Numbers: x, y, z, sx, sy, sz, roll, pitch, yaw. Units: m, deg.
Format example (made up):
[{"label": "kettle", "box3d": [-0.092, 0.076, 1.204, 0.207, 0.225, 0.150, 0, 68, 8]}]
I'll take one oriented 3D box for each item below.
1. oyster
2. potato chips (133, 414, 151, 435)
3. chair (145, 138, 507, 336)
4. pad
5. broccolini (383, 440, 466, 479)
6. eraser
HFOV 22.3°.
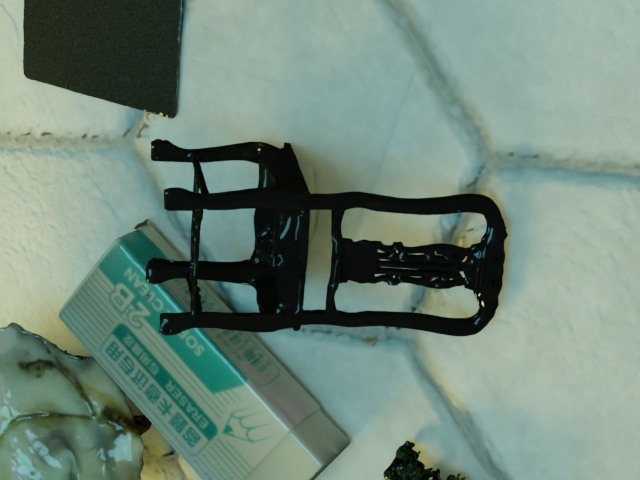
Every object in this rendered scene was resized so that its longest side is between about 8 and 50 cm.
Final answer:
[{"label": "oyster", "box3d": [-0.221, 0.199, 1.242, 0.275, 0.100, 0.271, 7, 98, 6]}, {"label": "potato chips", "box3d": [-0.181, 0.214, 1.309, 0.037, 0.026, 0.204, 26, 118, 5]}, {"label": "chair", "box3d": [0.000, 0.000, 1.101, 0.229, 0.113, 0.106, 1, 112, -10]}, {"label": "pad", "box3d": [-0.155, -0.202, 1.160, 0.143, 0.003, 0.211, 17, 115, 24]}, {"label": "broccolini", "box3d": [0.051, 0.283, 1.174, 0.123, 0.062, 0.271, 40, 118, 30]}, {"label": "eraser", "box3d": [-0.088, 0.099, 1.197, 0.225, 0.052, 0.095, 46, 122, 8]}]
